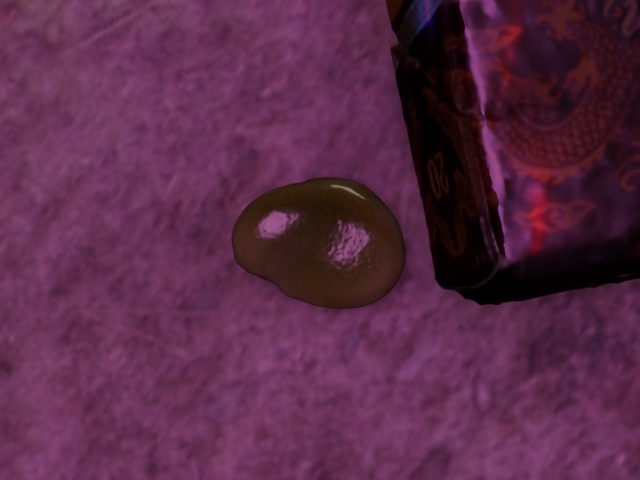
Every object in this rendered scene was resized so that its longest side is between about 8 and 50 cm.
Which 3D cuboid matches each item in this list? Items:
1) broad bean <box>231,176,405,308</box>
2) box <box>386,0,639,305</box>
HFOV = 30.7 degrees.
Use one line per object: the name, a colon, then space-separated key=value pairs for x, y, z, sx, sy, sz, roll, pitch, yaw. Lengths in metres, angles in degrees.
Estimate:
broad bean: x=0.000 y=0.000 z=0.559 sx=0.083 sy=0.045 sz=0.063 roll=10 pitch=87 yaw=0
box: x=0.145 y=-0.198 z=0.492 sx=0.264 sy=0.116 sz=0.415 roll=-11 pitch=87 yaw=-8
